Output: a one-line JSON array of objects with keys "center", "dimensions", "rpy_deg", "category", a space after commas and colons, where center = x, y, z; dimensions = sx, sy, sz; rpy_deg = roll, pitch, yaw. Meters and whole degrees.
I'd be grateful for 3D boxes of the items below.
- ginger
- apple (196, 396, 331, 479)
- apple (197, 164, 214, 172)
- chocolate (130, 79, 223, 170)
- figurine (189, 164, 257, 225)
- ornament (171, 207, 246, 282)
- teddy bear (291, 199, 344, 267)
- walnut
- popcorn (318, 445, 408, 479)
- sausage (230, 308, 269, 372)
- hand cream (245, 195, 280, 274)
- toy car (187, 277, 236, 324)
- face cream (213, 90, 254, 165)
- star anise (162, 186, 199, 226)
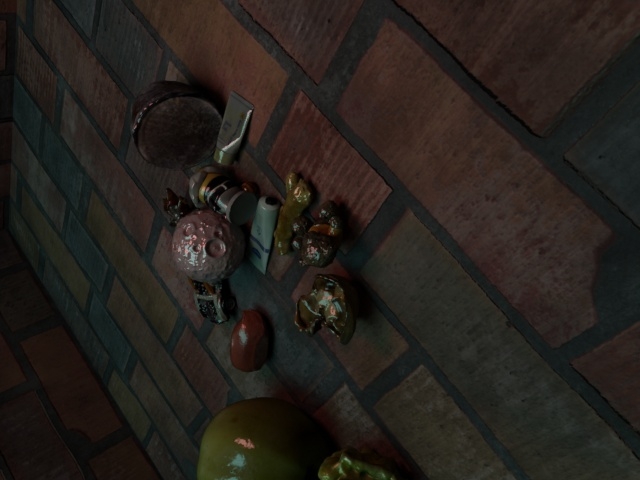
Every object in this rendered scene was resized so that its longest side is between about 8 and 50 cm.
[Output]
[{"center": [-0.093, -0.067, 1.750], "dimensions": [0.118, 0.065, 0.299], "rpy_deg": [51, 136, 36], "category": "ginger"}, {"center": [-0.190, 0.777, 1.970], "dimensions": [0.473, 0.473, 0.474], "rpy_deg": [21, 122, 38], "category": "apple"}, {"center": [-0.389, -0.224, 1.976], "dimensions": [0.084, 0.071, 0.084], "rpy_deg": [21, 123, 38], "category": "apple"}, {"center": [-0.492, -0.410, 1.879], "dimensions": [0.213, 0.303, 0.303], "rpy_deg": [56, 140, 37], "category": "chocolate"}, {"center": [-0.321, -0.159, 1.857], "dimensions": [0.236, 0.176, 0.133], "rpy_deg": [30, 139, 30], "category": "figurine"}, {"center": [-0.381, 0.017, 1.941], "dimensions": [0.225, 0.259, 0.260], "rpy_deg": [-166, 60, -69], "category": "ornament"}, {"center": [0.000, 0.000, 1.601], "dimensions": [0.177, 0.190, 0.140], "rpy_deg": [-27, 119, 30], "category": "teddy bear"}, {"center": [0.038, 0.192, 1.683], "dimensions": [0.238, 0.141, 0.204], "rpy_deg": [4, 100, 47], "category": "walnut"}, {"center": [0.127, 0.790, 1.767], "dimensions": [0.312, 0.312, 0.312], "rpy_deg": [21, 122, 38], "category": "popcorn"}, {"center": [-0.260, 0.377, 2.070], "dimensions": [0.148, 0.148, 0.255], "rpy_deg": [32, 128, 32], "category": "sausage"}, {"center": [-0.193, -0.021, 1.897], "dimensions": [0.109, 0.067, 0.321], "rpy_deg": [43, 141, 22], "category": "hand cream"}, {"center": [-0.429, 0.185, 2.174], "dimensions": [0.193, 0.118, 0.301], "rpy_deg": [6, 114, 42], "category": "toy car"}, {"center": [-0.286, -0.358, 1.827], "dimensions": [0.114, 0.070, 0.224], "rpy_deg": [39, 123, 27], "category": "face cream"}, {"center": [-0.518, -0.085, 2.159], "dimensions": [0.288, 0.088, 0.288], "rpy_deg": [34, 145, 28], "category": "star anise"}]
